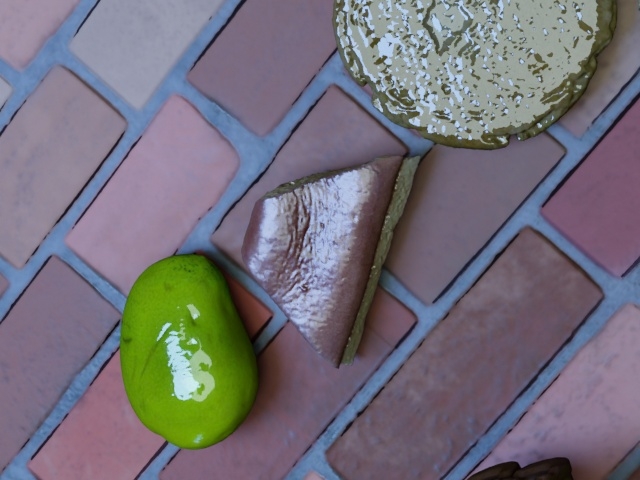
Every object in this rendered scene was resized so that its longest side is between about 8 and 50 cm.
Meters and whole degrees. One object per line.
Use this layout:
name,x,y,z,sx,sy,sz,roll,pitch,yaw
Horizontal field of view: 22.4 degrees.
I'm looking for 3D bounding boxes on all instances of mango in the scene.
mango,-0.116,0.097,1.378,0.117,0.089,0.163,-21,82,26

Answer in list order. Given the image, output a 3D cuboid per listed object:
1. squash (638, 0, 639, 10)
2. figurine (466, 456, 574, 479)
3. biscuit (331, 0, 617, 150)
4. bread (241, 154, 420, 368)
squash,0.332,-0.151,1.184,0.220,0.133,0.220,5,104,21
figurine,0.221,0.355,1.276,0.186,0.261,0.382,-24,93,-26
biscuit,0.121,-0.178,1.278,0.226,0.042,0.226,3,102,14
bread,0.000,0.000,1.331,0.119,0.067,0.192,21,106,4
